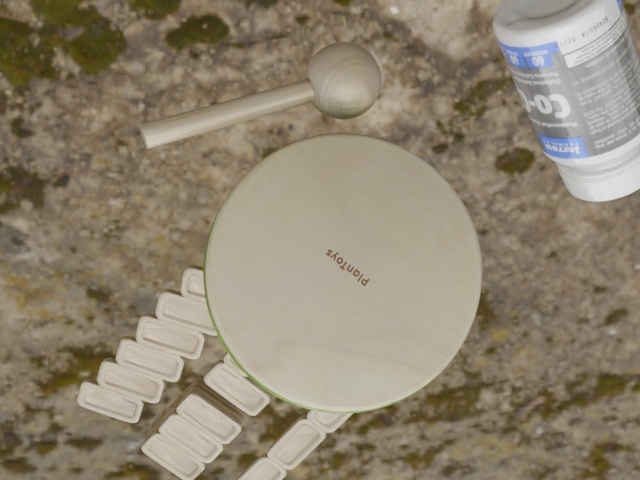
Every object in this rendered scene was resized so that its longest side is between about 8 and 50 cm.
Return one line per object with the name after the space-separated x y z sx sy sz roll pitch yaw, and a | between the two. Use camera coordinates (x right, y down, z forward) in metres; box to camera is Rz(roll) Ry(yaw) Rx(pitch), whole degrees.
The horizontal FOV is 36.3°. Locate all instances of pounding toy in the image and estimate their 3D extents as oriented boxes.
0.000 0.000 0.685 0.183 0.236 0.110 -24 178 -6 | pounding toy

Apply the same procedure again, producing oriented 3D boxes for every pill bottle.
0.169 -0.097 0.627 0.078 0.078 0.137 -21 122 15 | pill bottle

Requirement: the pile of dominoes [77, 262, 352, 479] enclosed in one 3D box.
-0.072 0.111 0.855 0.196 0.040 0.251 37 115 -12 | pile of dominoes
